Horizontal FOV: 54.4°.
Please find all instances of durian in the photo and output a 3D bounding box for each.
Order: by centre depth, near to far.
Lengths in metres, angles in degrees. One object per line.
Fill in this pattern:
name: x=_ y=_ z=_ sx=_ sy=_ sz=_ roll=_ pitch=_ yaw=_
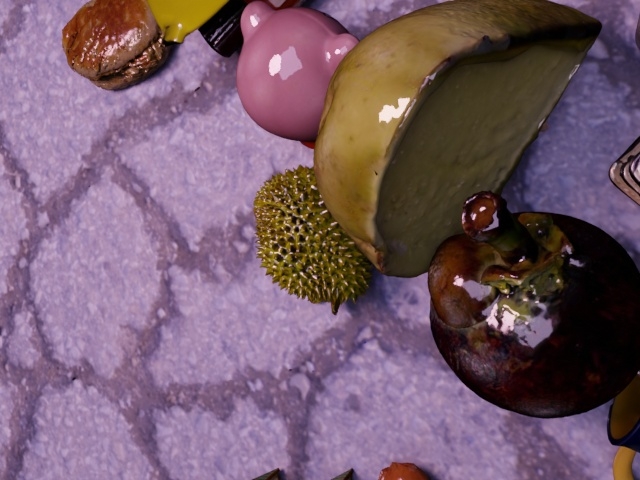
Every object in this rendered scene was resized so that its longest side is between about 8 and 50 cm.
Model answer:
durian: x=-0.002 y=-0.004 z=0.793 sx=0.146 sy=0.159 sz=0.198 roll=-24 pitch=82 yaw=23

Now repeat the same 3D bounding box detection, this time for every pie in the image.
pie: x=-0.316 y=-0.320 z=0.956 sx=0.193 sy=0.079 sz=0.163 roll=-23 pitch=77 yaw=20

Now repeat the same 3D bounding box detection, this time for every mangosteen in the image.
mangosteen: x=0.220 y=0.058 z=0.652 sx=0.231 sy=0.289 sz=0.231 roll=-12 pitch=56 yaw=19

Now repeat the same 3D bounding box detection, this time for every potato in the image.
potato: x=0.088 y=-0.141 z=0.677 sx=0.213 sy=0.280 sz=0.330 roll=41 pitch=119 yaw=30

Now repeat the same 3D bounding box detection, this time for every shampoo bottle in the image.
shampoo bottle: x=-0.055 y=-0.366 z=0.846 sx=0.278 sy=0.104 sz=0.104 roll=-42 pitch=76 yaw=14

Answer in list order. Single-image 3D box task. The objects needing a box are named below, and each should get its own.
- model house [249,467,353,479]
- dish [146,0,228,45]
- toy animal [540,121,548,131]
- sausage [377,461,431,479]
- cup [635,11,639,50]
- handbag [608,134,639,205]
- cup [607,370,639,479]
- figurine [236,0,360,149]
model house: x=-0.069 y=0.406 z=0.810 sx=0.206 sy=0.178 sz=0.271 roll=30 pitch=102 yaw=19
dish: x=-0.175 y=-0.398 z=0.822 sx=0.221 sy=0.108 sz=0.262 roll=-30 pitch=45 yaw=29
toy animal: x=0.245 y=-0.149 z=0.764 sx=0.083 sy=0.060 sz=0.081 roll=-7 pitch=47 yaw=20
sausage: x=0.144 y=0.368 z=0.783 sx=0.076 sy=0.076 sz=0.197 roll=-39 pitch=76 yaw=15
cup: x=0.391 y=-0.230 z=0.680 sx=0.074 sy=0.116 sz=0.104 roll=-22 pitch=81 yaw=17
handbag: x=0.510 y=-0.128 z=0.618 sx=0.236 sy=0.160 sz=0.358 roll=41 pitch=102 yaw=8
cup: x=0.452 y=0.205 z=0.658 sx=0.256 sy=0.255 sz=0.178 roll=24 pitch=60 yaw=16
figurine: x=-0.027 y=-0.214 z=0.802 sx=0.173 sy=0.173 sz=0.173 roll=0 pitch=89 yaw=19
